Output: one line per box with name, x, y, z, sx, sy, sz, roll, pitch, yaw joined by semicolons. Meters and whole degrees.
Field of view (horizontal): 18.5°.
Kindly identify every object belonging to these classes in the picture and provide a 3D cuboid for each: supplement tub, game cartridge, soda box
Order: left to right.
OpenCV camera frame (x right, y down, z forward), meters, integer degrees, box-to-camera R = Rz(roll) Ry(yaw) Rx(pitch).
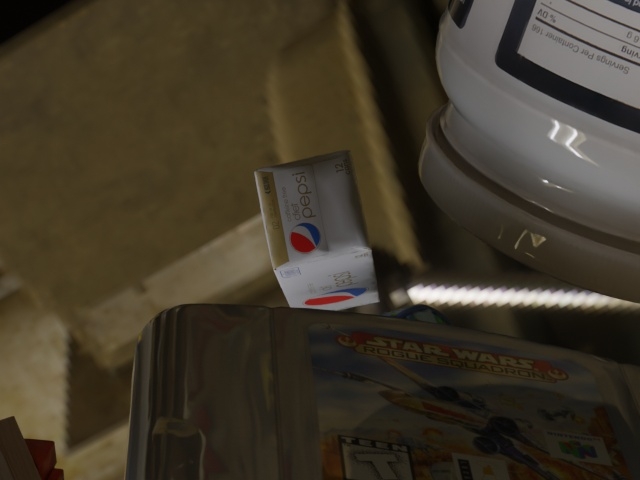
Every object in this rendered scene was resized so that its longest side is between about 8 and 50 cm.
soda box;0.000;0.000;1.397;0.216;0.069;0.074;77;-179;-78
game cartridge;0.061;0.102;0.879;0.198;0.297;0.062;-95;16;-61
supplement tub;0.165;-0.127;0.880;0.191;0.272;0.191;16;-157;-7

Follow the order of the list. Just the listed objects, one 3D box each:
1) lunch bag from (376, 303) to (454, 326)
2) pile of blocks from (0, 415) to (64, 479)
lunch bag;0.054;0.168;1.389;0.219;0.176;0.090;59;154;-6
pile of blocks;-0.175;0.274;1.477;0.362;0.113;0.149;47;141;37
